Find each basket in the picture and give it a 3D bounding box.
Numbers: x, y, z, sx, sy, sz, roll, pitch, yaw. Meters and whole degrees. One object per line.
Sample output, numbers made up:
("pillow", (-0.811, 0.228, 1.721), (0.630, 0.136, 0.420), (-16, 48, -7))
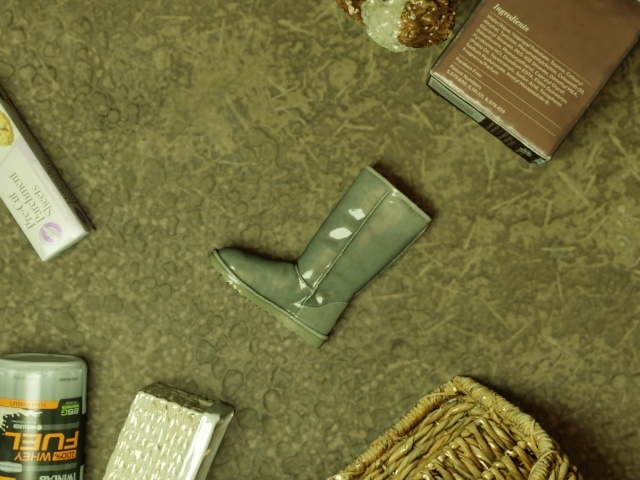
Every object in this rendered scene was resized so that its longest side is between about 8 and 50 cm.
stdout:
("basket", (0.138, 0.314, 1.679), (0.299, 0.213, 0.223), (-37, 91, -13))
("basket", (-0.185, 0.256, 1.775), (0.103, 0.113, 0.167), (23, 93, 6))

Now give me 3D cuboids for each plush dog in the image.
("plush dog", (0.110, -0.323, 1.708), (0.210, 0.262, 0.225), (14, 101, -24))

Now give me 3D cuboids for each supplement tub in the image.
("supplement tub", (-0.334, 0.231, 1.777), (0.117, 0.117, 0.190), (2, 92, 3))

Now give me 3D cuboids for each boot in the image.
("boot", (-0.001, -0.001, 1.777), (0.189, 0.076, 0.208), (35, 100, -13))

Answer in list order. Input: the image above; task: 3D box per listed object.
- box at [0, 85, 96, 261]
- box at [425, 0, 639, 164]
("box", (-0.384, -0.127, 1.796), (0.067, 0.063, 0.324), (-33, 90, 4))
("box", (0.243, -0.214, 1.712), (0.167, 0.168, 0.203), (37, 93, 1))
